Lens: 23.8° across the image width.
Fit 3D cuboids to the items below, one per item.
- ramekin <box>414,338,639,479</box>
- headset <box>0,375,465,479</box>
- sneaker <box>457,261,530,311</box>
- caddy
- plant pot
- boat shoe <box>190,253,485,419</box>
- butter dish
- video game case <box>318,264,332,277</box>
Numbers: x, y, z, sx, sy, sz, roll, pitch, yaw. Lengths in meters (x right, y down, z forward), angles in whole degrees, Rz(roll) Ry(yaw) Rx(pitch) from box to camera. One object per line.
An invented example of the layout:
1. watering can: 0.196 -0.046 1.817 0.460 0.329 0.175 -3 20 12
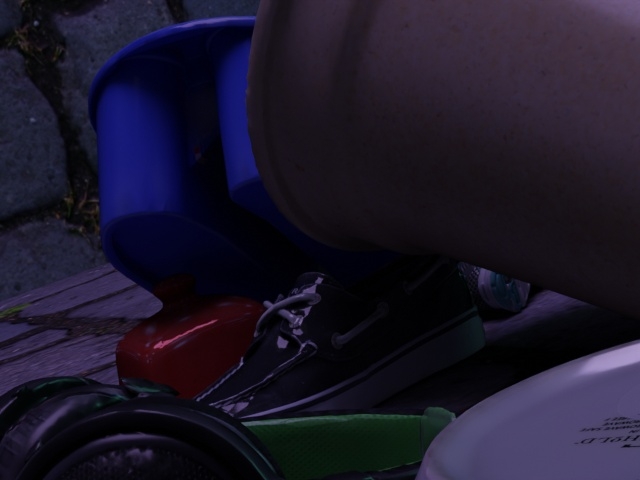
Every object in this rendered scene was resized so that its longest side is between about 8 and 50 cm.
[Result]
1. ramekin: 0.126 0.101 0.505 0.207 0.109 0.207 -18 6 2
2. headset: -0.103 0.107 0.718 0.394 0.185 0.243 -8 2 -23
3. sneaker: 0.148 0.023 1.298 0.076 0.065 0.166 -18 4 29
4. caddy: -0.038 -0.056 1.231 0.241 0.179 0.341 -15 -29 21
5. plant pot: 0.176 -0.091 0.967 0.334 0.334 0.305 -23 38 -38
6. boat shoe: -0.003 0.074 1.072 0.301 0.102 0.108 -22 8 -37
7. butter dish: -0.098 0.083 1.182 0.160 0.118 0.160 -19 7 -20
8. video game case: 0.000 0.000 1.402 0.190 0.173 0.022 -18 -16 -5
